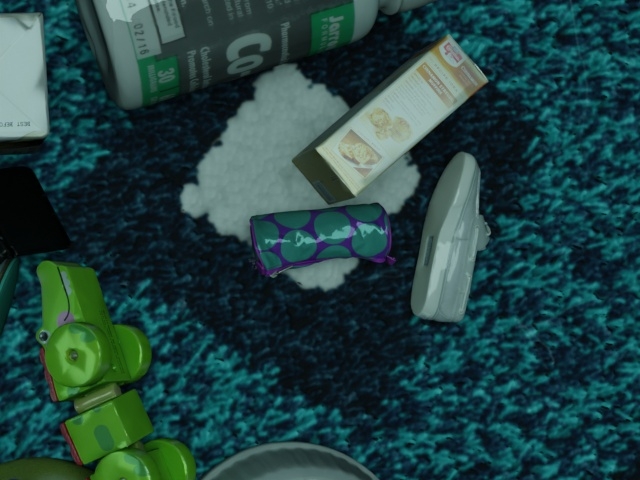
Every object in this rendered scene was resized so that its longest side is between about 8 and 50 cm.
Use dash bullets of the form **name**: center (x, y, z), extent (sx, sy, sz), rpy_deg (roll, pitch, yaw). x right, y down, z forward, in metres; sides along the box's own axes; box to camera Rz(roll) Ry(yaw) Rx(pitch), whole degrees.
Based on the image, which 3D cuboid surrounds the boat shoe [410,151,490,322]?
- **boat shoe**: center (0.150, -0.001, 1.905), extent (0.063, 0.066, 0.184), rpy_deg (14, 84, -20)

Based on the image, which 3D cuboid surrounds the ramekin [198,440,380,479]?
- **ramekin**: center (-0.023, 0.344, 1.821), extent (0.273, 0.127, 0.272), rpy_deg (1, 87, -10)

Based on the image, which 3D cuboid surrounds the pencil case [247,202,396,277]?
- **pencil case**: center (0.000, 0.000, 1.875), extent (0.152, 0.064, 0.070), rpy_deg (-8, 72, -10)

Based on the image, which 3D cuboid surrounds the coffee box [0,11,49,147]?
- **coffee box**: center (-0.351, -0.144, 1.700), extent (0.168, 0.297, 0.118), rpy_deg (-3, 91, -11)

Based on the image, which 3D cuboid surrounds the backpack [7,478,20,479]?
- **backpack**: center (-0.318, 0.304, 1.750), extent (0.120, 0.098, 0.101), rpy_deg (-34, 64, -11)

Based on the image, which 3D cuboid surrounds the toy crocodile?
- **toy crocodile**: center (-0.219, 0.180, 1.796), extent (0.105, 0.115, 0.340), rpy_deg (-23, 84, 19)

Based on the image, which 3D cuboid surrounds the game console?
- **game console**: center (-0.333, -0.011, 1.810), extent (0.107, 0.071, 0.122), rpy_deg (-43, 55, 14)

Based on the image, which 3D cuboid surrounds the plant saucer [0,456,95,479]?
- **plant saucer**: center (-0.290, 0.344, 1.818), extent (0.241, 0.037, 0.240), rpy_deg (1, 86, -10)

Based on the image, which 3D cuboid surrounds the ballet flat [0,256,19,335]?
- **ballet flat**: center (-0.357, 0.100, 1.808), extent (0.070, 0.070, 0.188), rpy_deg (13, 81, -10)

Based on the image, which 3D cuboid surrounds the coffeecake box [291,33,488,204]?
- **coffeecake box**: center (0.070, -0.124, 1.855), extent (0.185, 0.142, 0.068), rpy_deg (-41, 95, -10)

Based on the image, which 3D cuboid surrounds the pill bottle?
- **pill bottle**: center (-0.065, -0.278, 1.808), extent (0.361, 0.204, 0.204), rpy_deg (-18, 90, -10)
